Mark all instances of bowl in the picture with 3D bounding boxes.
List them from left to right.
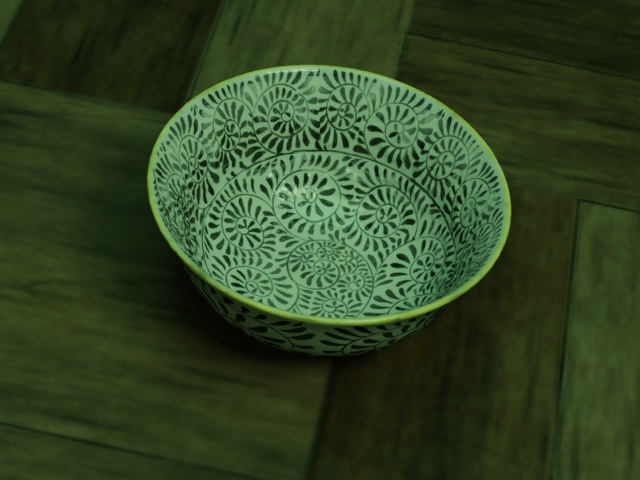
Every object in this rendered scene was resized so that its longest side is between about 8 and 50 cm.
[{"bbox_3d":[0.000,0.000,0.774,0.170,0.080,0.170,5,46,-5],"label":"bowl"}]
